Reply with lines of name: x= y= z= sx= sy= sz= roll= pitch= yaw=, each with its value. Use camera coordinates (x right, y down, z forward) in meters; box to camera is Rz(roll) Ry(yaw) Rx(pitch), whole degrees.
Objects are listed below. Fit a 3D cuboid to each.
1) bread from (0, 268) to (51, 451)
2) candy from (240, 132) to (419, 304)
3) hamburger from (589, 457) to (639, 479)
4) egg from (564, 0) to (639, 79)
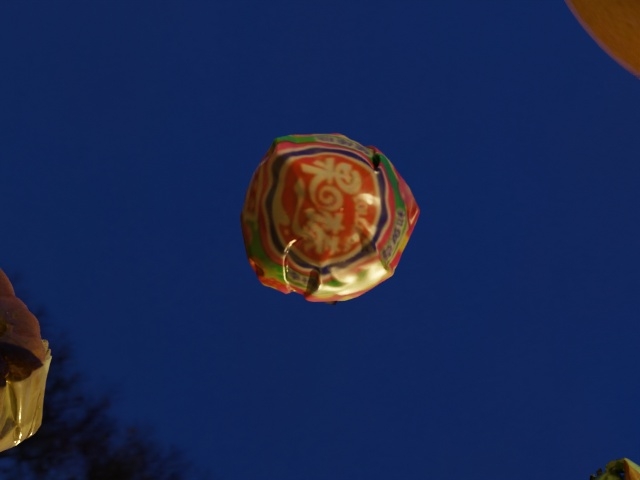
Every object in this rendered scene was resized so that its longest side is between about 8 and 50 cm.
bread: x=-0.328 y=0.086 z=1.258 sx=0.192 sy=0.210 sz=0.109 roll=47 pitch=-47 yaw=31
candy: x=0.000 y=0.000 z=1.238 sx=0.124 sy=0.365 sz=0.124 roll=0 pitch=-98 yaw=-3
hamburger: x=0.185 y=0.261 z=0.996 sx=0.214 sy=0.125 sz=0.235 roll=40 pitch=-76 yaw=-20
egg: x=0.238 y=-0.179 z=0.723 sx=0.250 sy=0.322 sz=0.250 roll=27 pitch=-54 yaw=45
